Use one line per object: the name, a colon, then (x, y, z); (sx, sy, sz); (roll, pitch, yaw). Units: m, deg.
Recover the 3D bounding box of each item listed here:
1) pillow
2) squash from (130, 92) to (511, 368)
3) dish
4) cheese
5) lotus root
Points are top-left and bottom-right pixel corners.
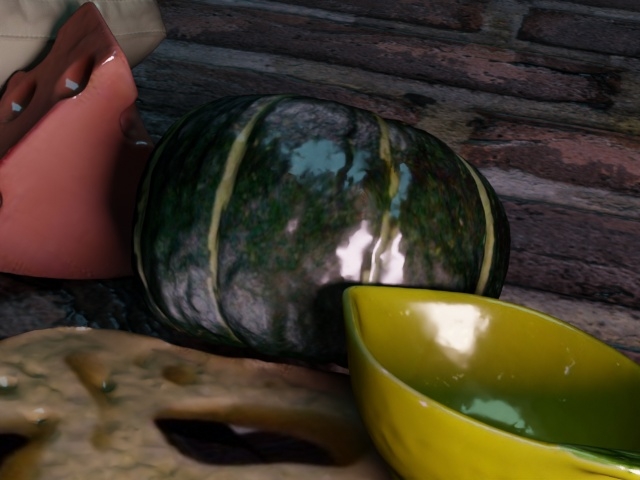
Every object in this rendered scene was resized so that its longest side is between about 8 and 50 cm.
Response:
pillow: (-0.324, -0.155, 0.826); (0.255, 0.119, 0.322); (-16, -4, 44)
squash: (0.000, 0.000, 0.636); (0.252, 0.165, 0.252); (13, -7, 2)
dish: (0.088, 0.092, 0.459); (0.208, 0.080, 0.149); (26, 24, 35)
cheese: (-0.220, -0.053, 0.745); (0.177, 0.203, 0.128); (-21, 40, -12)
lotus root: (-0.083, 0.161, 0.450); (0.390, 0.111, 0.375); (-5, 32, -28)
